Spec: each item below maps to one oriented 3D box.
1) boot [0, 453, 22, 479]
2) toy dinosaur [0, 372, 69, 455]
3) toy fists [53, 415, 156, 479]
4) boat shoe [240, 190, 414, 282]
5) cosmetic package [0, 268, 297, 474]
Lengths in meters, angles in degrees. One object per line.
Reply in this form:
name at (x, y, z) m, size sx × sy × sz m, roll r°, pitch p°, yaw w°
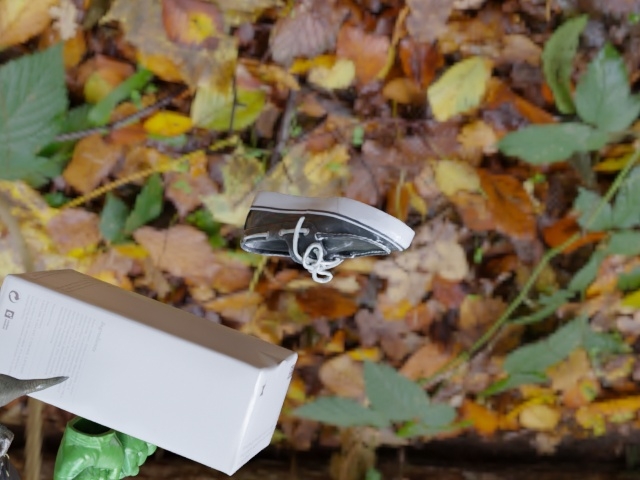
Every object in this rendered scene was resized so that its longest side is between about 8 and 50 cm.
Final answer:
boot at (-0.469, 0.351, 1.532) m, size 0.178 × 0.085 × 0.236 m, roll 63°, pitch 159°, yaw -13°
toy dinosaur at (-0.449, 0.213, 1.247) m, size 0.313 × 0.121 × 0.160 m, roll -18°, pitch 122°, yaw -6°
toy fists at (-0.385, 0.381, 1.962) m, size 0.096 × 0.142 × 0.279 m, roll 23°, pitch -166°, yaw 15°
boat shoe at (-0.003, -0.002, 1.531) m, size 0.306 × 0.105 × 0.113 m, roll 11°, pitch 162°, yaw 41°
cosmetic package at (-0.246, 0.172, 1.503) m, size 0.385 × 0.156 × 0.217 m, roll 21°, pitch -175°, yaw 12°
